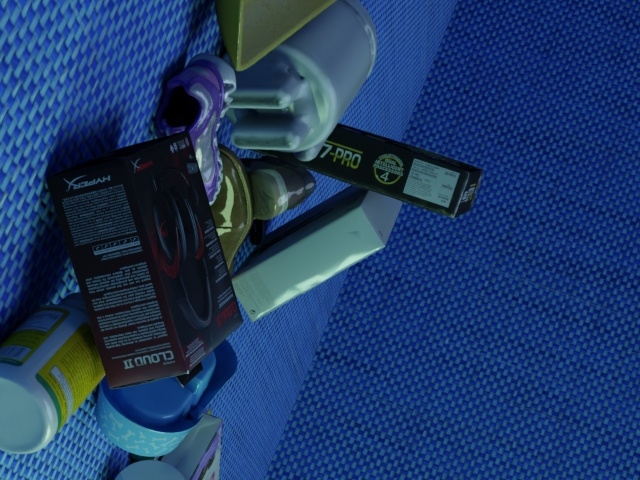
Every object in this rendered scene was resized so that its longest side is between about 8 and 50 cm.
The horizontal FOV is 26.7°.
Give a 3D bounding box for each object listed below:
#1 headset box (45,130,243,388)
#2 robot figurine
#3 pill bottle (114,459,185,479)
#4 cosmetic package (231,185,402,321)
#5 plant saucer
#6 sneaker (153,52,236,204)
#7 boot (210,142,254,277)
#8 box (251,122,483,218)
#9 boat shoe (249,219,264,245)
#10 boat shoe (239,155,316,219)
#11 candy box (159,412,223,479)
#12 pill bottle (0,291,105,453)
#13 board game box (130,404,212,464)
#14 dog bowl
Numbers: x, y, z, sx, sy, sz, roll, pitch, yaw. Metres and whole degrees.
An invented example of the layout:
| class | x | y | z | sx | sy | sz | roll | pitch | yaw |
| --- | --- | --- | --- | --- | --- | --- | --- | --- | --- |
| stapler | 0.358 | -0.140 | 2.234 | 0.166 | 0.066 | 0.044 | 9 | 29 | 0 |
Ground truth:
| class | x | y | z | sx | sy | sz | roll | pitch | yaw |
| --- | --- | --- | --- | --- | --- | --- | --- | --- | --- |
| headset box | -0.202 | 0.032 | 1.643 | 0.218 | 0.110 | 0.293 | -39 | 116 | -71 |
| robot figurine | -0.033 | -0.274 | 2.094 | 0.353 | 0.200 | 0.300 | -58 | 148 | -48 |
| pill bottle | -0.289 | 0.510 | 2.280 | 0.323 | 0.181 | 0.181 | 99 | 15 | -48 |
| cosmetic package | 0.000 | 0.000 | 2.553 | 0.284 | 0.097 | 0.377 | -28 | -172 | 13 |
| plant saucer | -0.044 | -0.450 | 1.872 | 0.333 | 0.081 | 0.333 | -44 | 152 | -42 |
| sneaker | -0.188 | -0.138 | 1.864 | 0.104 | 0.095 | 0.236 | -36 | 141 | -61 |
| boot | -0.184 | -0.009 | 2.099 | 0.115 | 0.112 | 0.305 | -38 | 149 | -47 |
| box | 0.082 | -0.144 | 2.401 | 0.318 | 0.395 | 0.097 | -6 | 114 | -79 |
| boat shoe | -0.124 | -0.034 | 2.539 | 0.125 | 0.038 | 0.046 | 106 | -33 | -51 |
| boat shoe | -0.085 | -0.085 | 2.159 | 0.285 | 0.092 | 0.103 | -171 | -110 | -71 |
| candy box | -0.242 | 0.427 | 2.435 | 0.196 | 0.070 | 0.165 | 98 | 16 | -48 |
| pill bottle | -0.320 | 0.148 | 1.593 | 0.208 | 0.117 | 0.117 | -56 | 163 | -56 |
| board game box | -0.270 | 0.365 | 2.500 | 0.317 | 0.046 | 0.213 | 90 | 23 | -63 |
| dog bowl | -0.242 | 0.224 | 2.076 | 0.074 | 0.166 | 0.297 | -62 | 176 | 30 |
